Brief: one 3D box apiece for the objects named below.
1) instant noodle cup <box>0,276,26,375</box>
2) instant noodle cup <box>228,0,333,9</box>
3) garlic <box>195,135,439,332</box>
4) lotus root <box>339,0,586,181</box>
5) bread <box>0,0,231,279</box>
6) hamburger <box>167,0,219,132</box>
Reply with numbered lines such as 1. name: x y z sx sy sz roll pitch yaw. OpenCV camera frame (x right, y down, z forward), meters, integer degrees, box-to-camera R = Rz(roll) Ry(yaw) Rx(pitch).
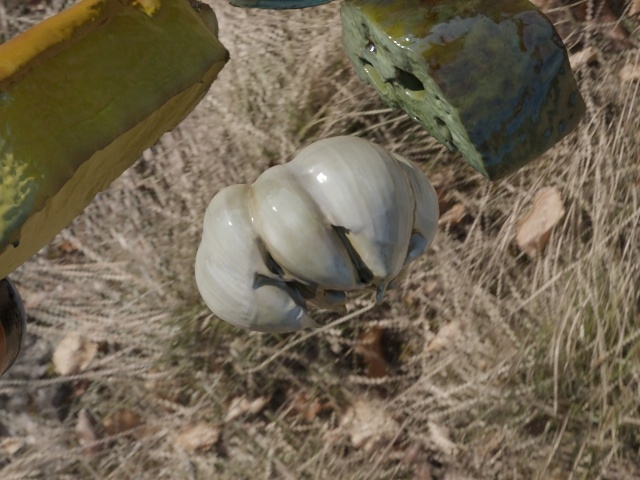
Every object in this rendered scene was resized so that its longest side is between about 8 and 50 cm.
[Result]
1. instant noodle cup: -0.273 0.083 0.793 0.127 0.136 0.127 -2 112 -4
2. instant noodle cup: -0.042 -0.333 1.159 0.168 0.168 0.185 -4 90 20
3. garlic: 0.007 -0.012 1.276 0.203 0.281 0.185 58 151 31
4. lotus root: 0.111 -0.160 0.985 0.119 0.138 0.235 -36 47 -7
5. bread: -0.139 -0.069 0.618 0.094 0.245 0.102 47 130 -7
6. hamburger: -0.200 -0.210 1.273 0.131 0.159 0.185 26 148 18
